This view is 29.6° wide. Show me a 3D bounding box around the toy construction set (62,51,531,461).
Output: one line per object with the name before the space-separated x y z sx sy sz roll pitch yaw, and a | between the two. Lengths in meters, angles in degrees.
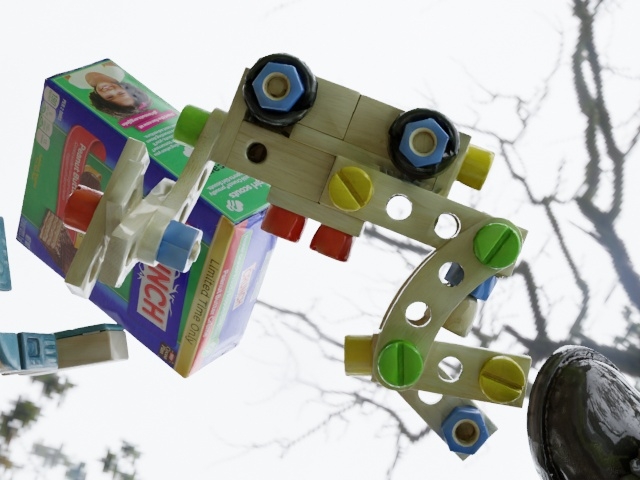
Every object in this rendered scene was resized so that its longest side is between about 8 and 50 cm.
toy construction set | 0.000 0.000 0.808 0.151 0.327 0.215 -145 -104 -78

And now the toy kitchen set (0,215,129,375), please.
toy kitchen set | -0.315 0.061 1.341 0.122 0.207 0.166 -10 -97 12

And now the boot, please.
boot | 0.259 0.157 0.672 0.091 0.263 0.229 -50 -160 -24

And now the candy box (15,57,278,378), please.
candy box | -0.216 -0.027 1.506 0.317 0.122 0.268 36 -50 18
